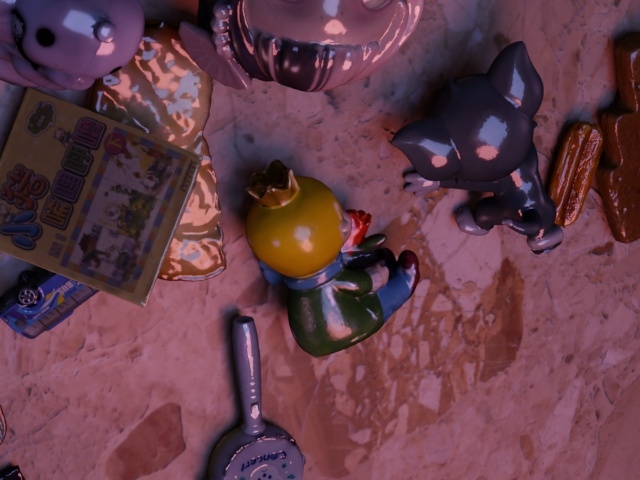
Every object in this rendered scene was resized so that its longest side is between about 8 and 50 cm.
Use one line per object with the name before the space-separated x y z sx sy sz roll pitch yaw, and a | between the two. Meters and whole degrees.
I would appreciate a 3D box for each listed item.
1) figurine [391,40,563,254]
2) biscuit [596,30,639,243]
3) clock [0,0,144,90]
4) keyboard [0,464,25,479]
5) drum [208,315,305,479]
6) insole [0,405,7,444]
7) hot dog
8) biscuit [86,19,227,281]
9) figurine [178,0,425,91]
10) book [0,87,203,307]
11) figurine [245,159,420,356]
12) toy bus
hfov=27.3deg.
figurine | 0.198 -0.082 1.558 0.193 0.140 0.265 -27 105 1
biscuit | 0.448 -0.138 1.723 0.278 0.043 0.301 23 97 -35
clock | -0.246 -0.212 1.201 0.189 0.254 0.189 -7 110 -21
keyboard | -0.330 0.368 1.502 0.087 0.017 0.250 -28 118 -16
drum | -0.064 0.212 1.569 0.130 0.049 0.253 3 106 -29
insole | -0.393 0.124 1.386 0.086 0.005 0.253 -26 118 -18
hot dog | 0.320 -0.083 1.677 0.062 0.038 0.144 5 108 -32
biscuit | -0.175 -0.088 1.403 0.154 0.045 0.299 -10 113 -24
figurine | 0.015 -0.315 1.263 0.253 0.211 0.361 13 122 -3
book | -0.236 -0.043 1.336 0.192 0.013 0.168 22 90 -8
figurine | 0.010 -0.001 1.496 0.185 0.127 0.234 -30 109 -21
toy bus | -0.266 0.042 1.379 0.153 0.051 0.061 -37 115 4
